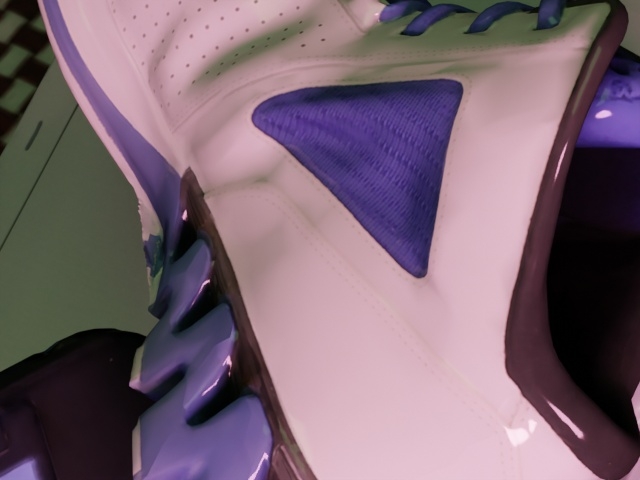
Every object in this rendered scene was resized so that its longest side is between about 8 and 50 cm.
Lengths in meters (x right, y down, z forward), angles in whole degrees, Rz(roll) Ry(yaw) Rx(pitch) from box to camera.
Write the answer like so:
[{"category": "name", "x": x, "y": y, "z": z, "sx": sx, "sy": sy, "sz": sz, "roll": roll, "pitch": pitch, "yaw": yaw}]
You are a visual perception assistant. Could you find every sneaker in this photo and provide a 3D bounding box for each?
[{"category": "sneaker", "x": 0.029, "y": -0.034, "z": 0.577, "sx": 0.182, "sy": 0.127, "sz": 0.316, "roll": -28, "pitch": 56, "yaw": 19}]

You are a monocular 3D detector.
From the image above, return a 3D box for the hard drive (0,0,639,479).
[{"category": "hard drive", "x": 0.000, "y": 0.000, "z": 0.688, "sx": 0.353, "sy": 0.047, "sz": 0.233, "roll": 18, "pitch": 77, "yaw": 44}]

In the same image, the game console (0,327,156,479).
[{"category": "game console", "x": -0.074, "y": 0.192, "z": 0.488, "sx": 0.173, "sy": 0.250, "sz": 0.293, "roll": 3, "pitch": 24, "yaw": 43}]
